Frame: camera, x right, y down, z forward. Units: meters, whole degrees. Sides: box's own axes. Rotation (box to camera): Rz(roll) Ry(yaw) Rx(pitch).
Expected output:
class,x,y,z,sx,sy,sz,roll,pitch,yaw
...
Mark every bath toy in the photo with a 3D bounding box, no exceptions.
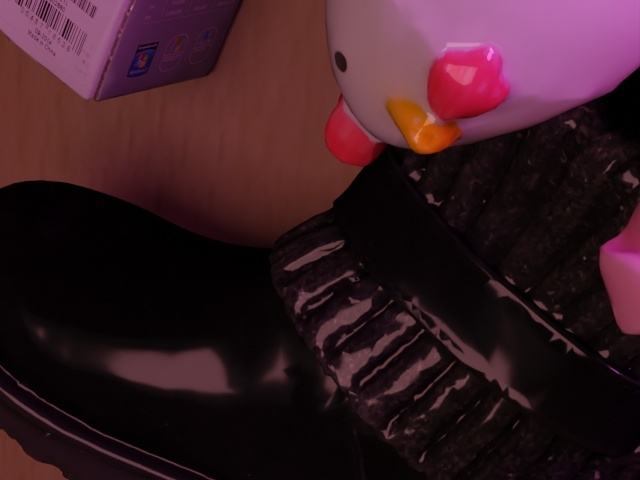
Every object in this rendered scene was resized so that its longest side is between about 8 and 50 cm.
class,x,y,z,sx,sy,sz,roll,pitch,yaw
bath toy,0.145,-0.005,0.447,0.348,0.151,0.129,29,121,-13

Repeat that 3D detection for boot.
class,x,y,z,sx,sy,sz,roll,pitch,yaw
boot,0.003,-0.001,0.641,0.348,0.131,0.260,28,124,13

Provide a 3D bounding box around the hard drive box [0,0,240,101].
class,x,y,z,sx,sy,sz,roll,pitch,yaw
hard drive box,-0.094,-0.208,0.682,0.181,0.089,0.232,39,122,20
